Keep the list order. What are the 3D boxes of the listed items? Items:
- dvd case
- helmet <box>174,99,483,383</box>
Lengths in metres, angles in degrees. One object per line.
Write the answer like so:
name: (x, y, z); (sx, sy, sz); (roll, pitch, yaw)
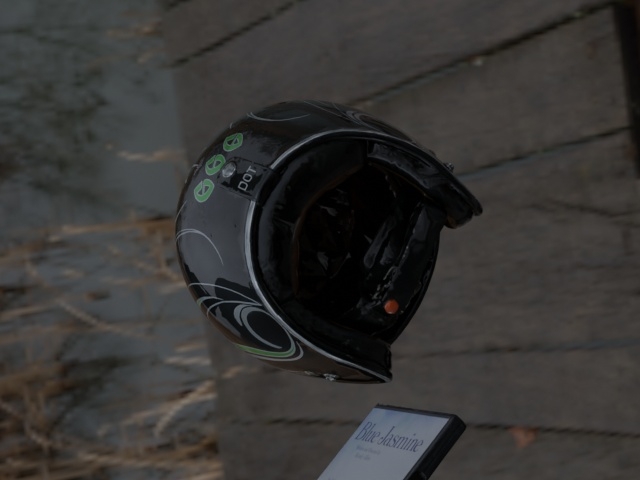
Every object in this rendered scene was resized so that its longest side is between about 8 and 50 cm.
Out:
dvd case: (0.026, 0.269, 1.464); (0.022, 0.253, 0.180); (45, 161, -15)
helmet: (0.000, 0.000, 0.835); (0.161, 0.169, 0.169); (-172, 75, -73)
